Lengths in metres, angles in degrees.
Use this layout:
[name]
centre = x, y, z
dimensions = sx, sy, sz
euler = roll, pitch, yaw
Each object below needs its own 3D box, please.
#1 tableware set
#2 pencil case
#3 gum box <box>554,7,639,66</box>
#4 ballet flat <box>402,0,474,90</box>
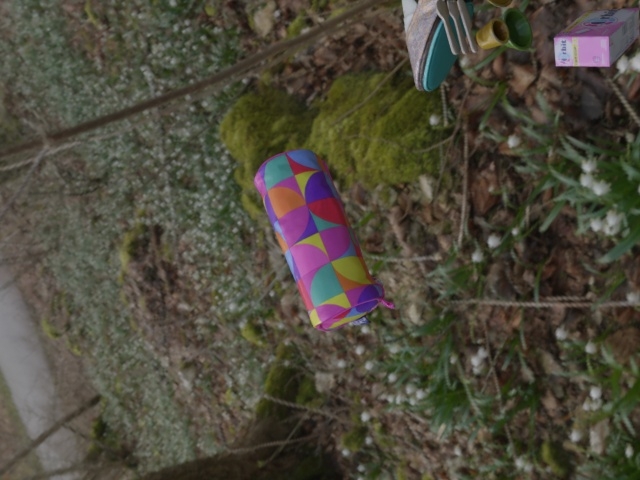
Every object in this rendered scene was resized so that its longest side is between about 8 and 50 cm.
[tableware set]
centre = 0.127, -0.227, 0.605
dimensions = 0.024, 0.104, 0.154
euler = -18, 88, 53
[pencil case]
centre = 0.000, 0.000, 0.930
dimensions = 0.104, 0.104, 0.236
euler = -49, 61, 51
[gum box]
centre = 0.559, -0.411, 1.489
dimensions = 0.107, 0.188, 0.062
euler = 11, 127, 38
[ballet flat]
centre = 0.182, -0.378, 1.111
dimensions = 0.106, 0.108, 0.316
euler = 41, 136, 25
